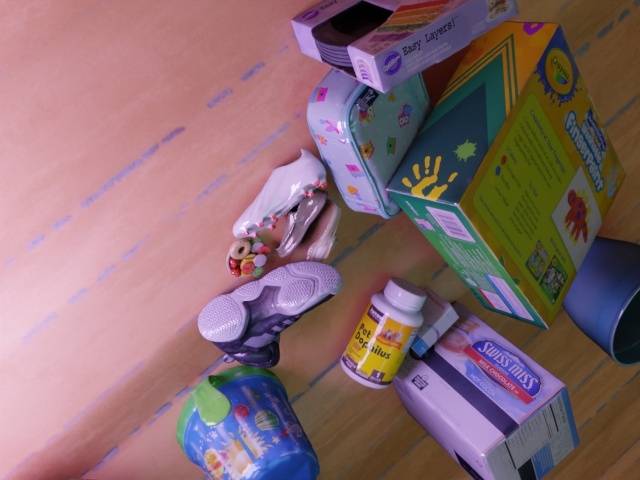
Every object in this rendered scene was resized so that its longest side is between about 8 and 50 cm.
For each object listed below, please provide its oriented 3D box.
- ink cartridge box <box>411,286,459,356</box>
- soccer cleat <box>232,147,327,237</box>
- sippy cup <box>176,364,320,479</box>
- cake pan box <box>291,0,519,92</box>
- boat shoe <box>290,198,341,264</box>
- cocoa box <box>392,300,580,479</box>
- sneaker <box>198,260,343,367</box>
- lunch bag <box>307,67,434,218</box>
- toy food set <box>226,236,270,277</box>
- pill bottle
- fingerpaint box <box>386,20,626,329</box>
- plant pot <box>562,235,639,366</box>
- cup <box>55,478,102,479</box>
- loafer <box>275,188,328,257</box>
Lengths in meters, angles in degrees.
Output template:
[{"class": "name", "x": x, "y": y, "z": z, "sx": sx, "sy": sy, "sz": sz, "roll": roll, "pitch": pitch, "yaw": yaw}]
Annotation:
[{"class": "ink cartridge box", "x": 0.222, "y": 0.173, "z": 1.668, "sx": 0.122, "sy": 0.088, "sz": 0.052, "roll": -45, "pitch": 133, "yaw": -3}, {"class": "soccer cleat", "x": -0.076, "y": -0.077, "z": 1.332, "sx": 0.196, "sy": 0.076, "sz": 0.068, "roll": -37, "pitch": 163, "yaw": 13}, {"class": "sippy cup", "x": -0.123, "y": 0.392, "z": 1.470, "sx": 0.305, "sy": 0.224, "sz": 0.240, "roll": 11, "pitch": 109, "yaw": -38}, {"class": "cake pan box", "x": 0.116, "y": -0.336, "z": 1.179, "sx": 0.266, "sy": 0.245, "sz": 0.070, "roll": -32, "pitch": 127, "yaw": -13}, {"class": "boat shoe", "x": 0.000, "y": 0.000, "z": 1.431, "sx": 0.059, "sy": 0.063, "sz": 0.170, "roll": 5, "pitch": 123, "yaw": -40}, {"class": "cocoa box", "x": 0.345, "y": 0.345, "z": 1.684, "sx": 0.228, "sy": 0.347, "sz": 0.232, "roll": -36, "pitch": 131, "yaw": -12}, {"class": "sneaker", "x": -0.077, "y": 0.140, "z": 1.417, "sx": 0.268, "sy": 0.101, "sz": 0.153, "roll": -21, "pitch": 135, "yaw": 0}, {"class": "lunch bag", "x": 0.103, "y": -0.194, "z": 1.322, "sx": 0.224, "sy": 0.107, "sz": 0.279, "roll": -50, "pitch": 137, "yaw": -23}, {"class": "toy food set", "x": -0.128, "y": 0.031, "z": 1.383, "sx": 0.082, "sy": 0.020, "sz": 0.083, "roll": -4, "pitch": 118, "yaw": -33}, {"class": "pill bottle", "x": 0.134, "y": 0.187, "z": 1.596, "sx": 0.117, "sy": 0.117, "sz": 0.215, "roll": 13, "pitch": 108, "yaw": -39}, {"class": "fingerpaint box", "x": 0.359, "y": -0.110, "z": 1.427, "sx": 0.445, "sy": 0.163, "sz": 0.371, "roll": 44, "pitch": 72, "yaw": -44}, {"class": "plant pot", "x": 0.687, "y": 0.116, "z": 1.846, "sx": 0.271, "sy": 0.255, "sz": 0.272, "roll": -17, "pitch": 125, "yaw": -26}, {"class": "cup", "x": -0.400, "y": 0.551, "z": 1.345, "sx": 0.237, "sy": 0.331, "sz": 0.331, "roll": -11, "pitch": 127, "yaw": -61}, {"class": "loafer", "x": -0.041, "y": -0.036, "z": 1.385, "sx": 0.050, "sy": 0.056, "sz": 0.148, "roll": 33, "pitch": 106, "yaw": -6}]
